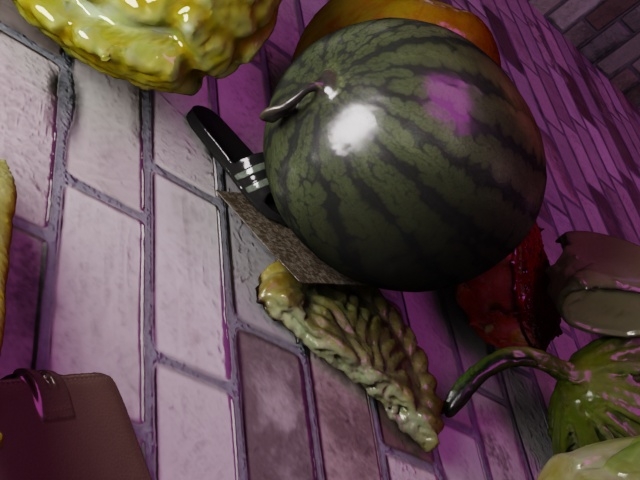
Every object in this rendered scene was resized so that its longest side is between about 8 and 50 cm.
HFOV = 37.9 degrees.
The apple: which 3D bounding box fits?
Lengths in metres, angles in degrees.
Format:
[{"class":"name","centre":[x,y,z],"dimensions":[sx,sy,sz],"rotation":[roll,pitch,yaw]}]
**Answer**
[{"class":"apple","centre":[0.112,-0.216,1.256],"dimensions":[0.301,0.301,0.301],"rotation":[36,32,-28]}]

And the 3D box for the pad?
[{"class":"pad","centre":[0.000,0.000,1.073],"dimensions":[0.158,0.003,0.235],"rotation":[46,23,28]}]

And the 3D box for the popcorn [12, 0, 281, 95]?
[{"class":"popcorn","centre":[-0.162,-0.278,0.929],"dimensions":[0.282,0.282,0.247],"rotation":[53,12,0]}]

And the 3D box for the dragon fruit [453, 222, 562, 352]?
[{"class":"dragon fruit","centre":[0.248,0.057,1.284],"dimensions":[0.189,0.163,0.262],"rotation":[24,-31,50]}]

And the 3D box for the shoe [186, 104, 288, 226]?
[{"class":"shoe","centre":[-0.076,-0.093,1.047],"dimensions":[0.179,0.049,0.071],"rotation":[49,24,6]}]

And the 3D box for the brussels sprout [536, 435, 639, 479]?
[{"class":"brussels sprout","centre":[0.371,0.360,0.989],"dimensions":[0.328,0.247,0.328],"rotation":[4,76,-17]}]

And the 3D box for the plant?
[{"class":"plant","centre":[0.338,0.187,1.165],"dimensions":[0.333,0.180,0.251],"rotation":[36,76,-43]}]

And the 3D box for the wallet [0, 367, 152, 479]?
[{"class":"wallet","centre":[-0.187,0.145,0.646],"dimensions":[0.152,0.038,0.118],"rotation":[9,55,-56]}]

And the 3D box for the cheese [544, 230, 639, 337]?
[{"class":"cheese","centre":[0.381,0.054,1.247],"dimensions":[0.175,0.091,0.202],"rotation":[7,23,-5]}]

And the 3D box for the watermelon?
[{"class":"watermelon","centre":[0.084,-0.089,0.986],"dimensions":[0.359,0.279,0.279],"rotation":[30,35,-49]}]

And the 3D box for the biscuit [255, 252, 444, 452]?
[{"class":"biscuit","centre":[0.045,0.097,1.046],"dimensions":[0.273,0.036,0.187],"rotation":[41,26,-18]}]

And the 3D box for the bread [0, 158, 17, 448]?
[{"class":"bread","centre":[-0.274,-0.037,0.521],"dimensions":[0.233,0.245,0.362],"rotation":[38,35,-24]}]
